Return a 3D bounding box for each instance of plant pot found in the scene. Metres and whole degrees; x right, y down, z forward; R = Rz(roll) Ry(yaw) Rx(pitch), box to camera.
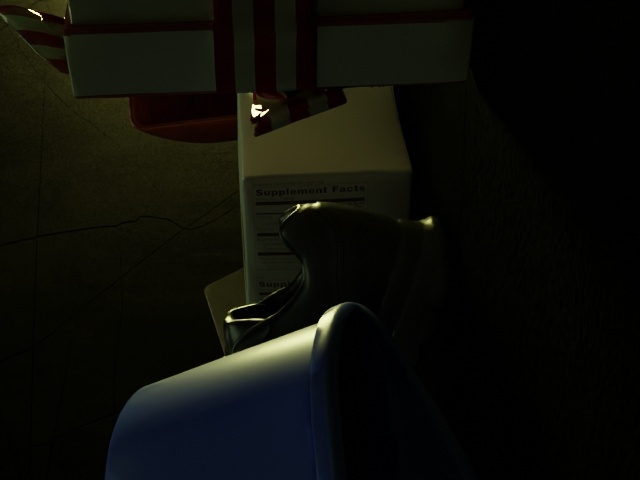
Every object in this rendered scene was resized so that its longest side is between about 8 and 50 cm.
[{"bbox_3d":[-0.098,-0.256,1.693,0.236,0.267,0.267,53,-148,-75],"label":"plant pot"}]

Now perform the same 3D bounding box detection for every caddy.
[{"bbox_3d":[0.018,0.198,0.647,0.241,0.179,0.341,54,-157,-48],"label":"caddy"}]

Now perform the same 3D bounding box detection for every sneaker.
[{"bbox_3d":[-0.013,0.105,0.843,0.109,0.130,0.286,-117,45,-78],"label":"sneaker"}]

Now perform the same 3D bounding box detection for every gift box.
[{"bbox_3d":[-0.054,-0.229,0.729,0.255,0.276,0.258,-89,-2,-50],"label":"gift box"}]

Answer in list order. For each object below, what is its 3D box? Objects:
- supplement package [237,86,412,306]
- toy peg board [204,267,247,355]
[{"bbox_3d":[0.000,0.000,1.079,0.139,0.134,0.244,-98,6,-51],"label":"supplement package"},{"bbox_3d":[-0.032,0.101,1.492,0.079,0.160,0.161,45,-159,-60],"label":"toy peg board"}]
